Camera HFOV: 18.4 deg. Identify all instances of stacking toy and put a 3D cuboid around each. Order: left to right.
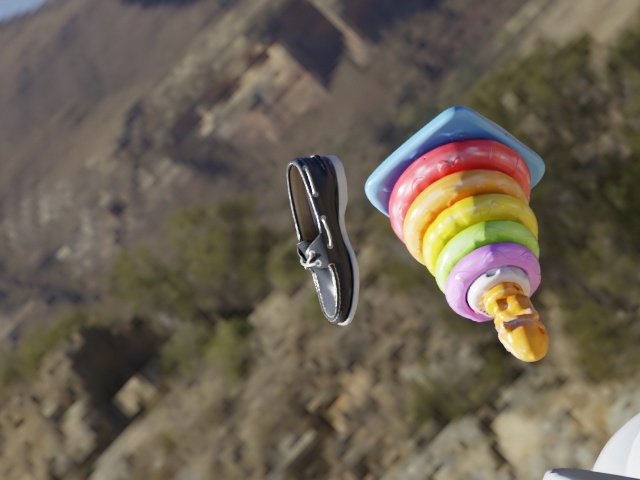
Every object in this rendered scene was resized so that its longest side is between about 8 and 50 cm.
[{"bbox_3d":[0.179,0.021,2.111,0.166,0.175,0.302,-42,43,21],"label":"stacking toy"}]

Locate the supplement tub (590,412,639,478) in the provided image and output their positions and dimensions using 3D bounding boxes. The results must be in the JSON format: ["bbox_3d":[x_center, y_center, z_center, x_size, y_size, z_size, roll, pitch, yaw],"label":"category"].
[{"bbox_3d":[0.327,0.277,1.709,0.241,0.241,0.331,-49,-12,-29],"label":"supplement tub"}]

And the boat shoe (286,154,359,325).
[{"bbox_3d":[0.000,0.000,1.428,0.038,0.125,0.046,-4,-3,-32],"label":"boat shoe"}]

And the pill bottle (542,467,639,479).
[{"bbox_3d":[0.149,0.308,0.838,0.224,0.224,0.392,180,101,-83],"label":"pill bottle"}]
